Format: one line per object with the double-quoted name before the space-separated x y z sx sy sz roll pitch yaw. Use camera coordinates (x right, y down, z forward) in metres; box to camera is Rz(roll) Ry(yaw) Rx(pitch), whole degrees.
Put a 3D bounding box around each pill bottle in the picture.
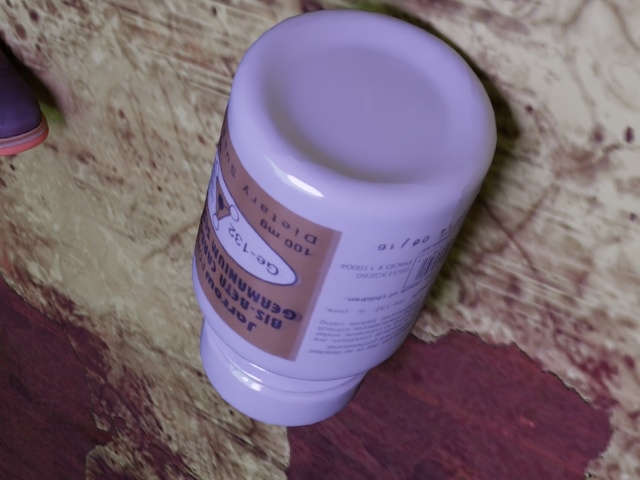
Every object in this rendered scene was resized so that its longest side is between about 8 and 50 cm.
"pill bottle" 0.000 0.000 0.740 0.131 0.131 0.229 43 145 18

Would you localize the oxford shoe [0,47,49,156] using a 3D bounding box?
"oxford shoe" -0.298 -0.157 1.020 0.271 0.097 0.098 38 137 25
